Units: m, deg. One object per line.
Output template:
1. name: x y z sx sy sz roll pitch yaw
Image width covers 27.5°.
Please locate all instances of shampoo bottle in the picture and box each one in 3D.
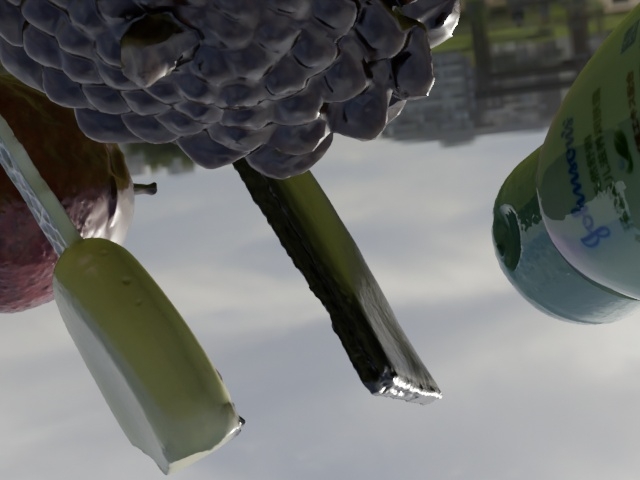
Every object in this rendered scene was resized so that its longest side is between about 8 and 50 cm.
1. shampoo bottle: 0.235 -0.045 0.886 0.151 0.222 0.349 -6 164 -19

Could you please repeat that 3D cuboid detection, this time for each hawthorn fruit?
1. hawthorn fruit: -0.269 -0.046 1.239 0.230 0.210 0.266 40 -157 33

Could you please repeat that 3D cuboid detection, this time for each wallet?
1. wallet: 0.001 0.000 0.867 0.025 0.244 0.124 -37 158 12

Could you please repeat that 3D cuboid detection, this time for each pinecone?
1. pinecone: -0.035 -0.132 0.500 0.208 0.207 0.208 -7 -172 1

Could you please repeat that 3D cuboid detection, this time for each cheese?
1. cheese: -0.136 0.025 0.783 0.050 0.255 0.127 -30 168 -20
